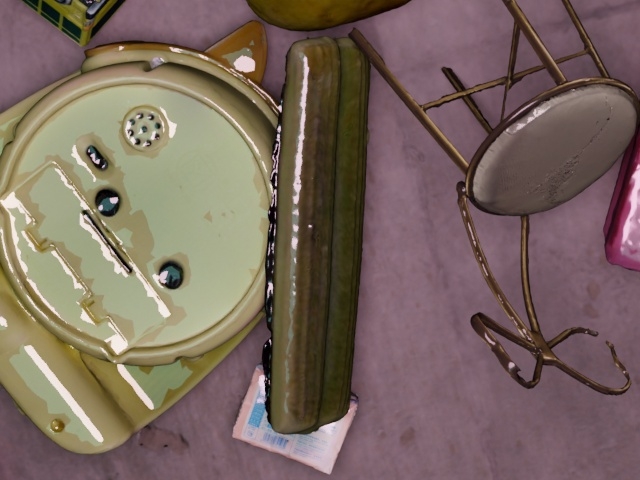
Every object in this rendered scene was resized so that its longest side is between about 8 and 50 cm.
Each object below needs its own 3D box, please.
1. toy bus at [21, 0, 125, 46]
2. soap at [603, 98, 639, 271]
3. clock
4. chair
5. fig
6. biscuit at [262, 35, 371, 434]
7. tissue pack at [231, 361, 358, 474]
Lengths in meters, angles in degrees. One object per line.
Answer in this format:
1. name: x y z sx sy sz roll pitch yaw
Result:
1. toy bus: -0.235 -0.247 1.313 0.175 0.101 0.088 37 70 0
2. soap: 0.379 -0.130 1.262 0.233 0.128 0.359 16 98 5
3. clock: -0.148 -0.021 1.325 0.348 0.117 0.286 -37 93 8
4. chair: 0.165 -0.061 1.200 0.170 0.160 0.325 -43 56 26
5. fig: 0.003 -0.237 1.282 0.166 0.154 0.144 -38 48 24
6. biscuit: 0.000 0.000 1.272 0.038 0.099 0.322 9 100 40
7. tissue pack: -0.022 0.150 1.364 0.094 0.059 0.074 21 93 2
